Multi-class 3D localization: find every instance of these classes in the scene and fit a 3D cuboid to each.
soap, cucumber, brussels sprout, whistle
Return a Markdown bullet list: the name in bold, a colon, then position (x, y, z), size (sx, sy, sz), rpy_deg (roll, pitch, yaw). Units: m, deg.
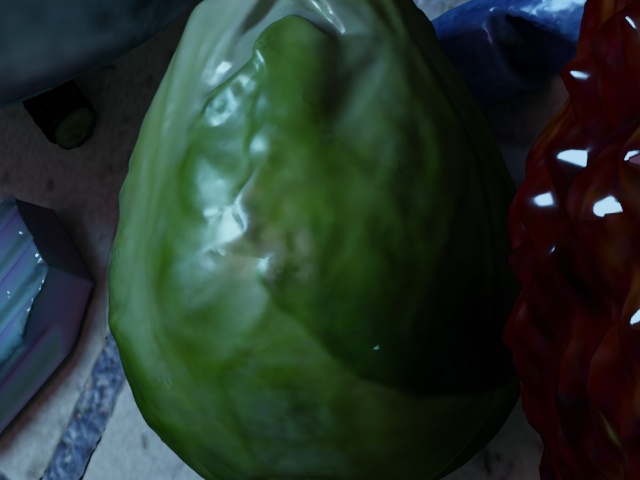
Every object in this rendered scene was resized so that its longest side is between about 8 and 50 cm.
- **soap**: position (-0.209, 0.048, 1.180), size (0.149, 0.056, 0.100), rpy_deg (-49, 59, 21)
- **cucumber**: position (-0.201, -0.123, 1.220), size (0.163, 0.043, 0.039), rpy_deg (53, 156, 34)
- **brussels sprout**: position (0.000, 0.000, 0.907), size (0.210, 0.219, 0.271), rpy_deg (-8, 93, 36)
- **whistle**: position (0.167, -0.130, 0.916), size (0.304, 0.062, 0.062), rpy_deg (-19, 71, 34)

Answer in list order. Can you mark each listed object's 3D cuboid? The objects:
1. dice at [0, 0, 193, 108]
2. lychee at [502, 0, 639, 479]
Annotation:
- **dice**: position (-0.257, -0.258, 1.034), size (0.328, 0.330, 0.348), rpy_deg (16, 122, 49)
- **lychee**: position (0.248, 0.031, 0.570), size (0.424, 0.500, 0.424), rpy_deg (43, 152, 30)
